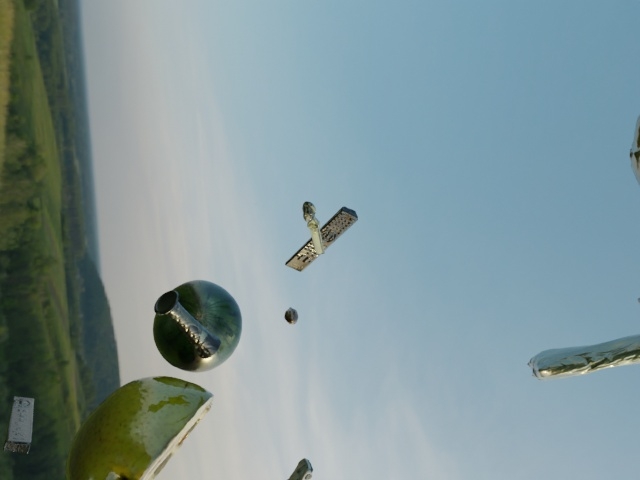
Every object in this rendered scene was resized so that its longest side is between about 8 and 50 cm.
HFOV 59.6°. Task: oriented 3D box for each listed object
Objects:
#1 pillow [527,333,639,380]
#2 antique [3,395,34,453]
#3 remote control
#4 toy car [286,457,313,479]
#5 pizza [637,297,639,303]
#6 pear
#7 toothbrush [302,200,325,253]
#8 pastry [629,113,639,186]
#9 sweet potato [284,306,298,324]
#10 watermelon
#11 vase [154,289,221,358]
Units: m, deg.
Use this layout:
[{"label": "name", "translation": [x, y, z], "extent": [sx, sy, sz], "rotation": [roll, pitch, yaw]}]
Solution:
[{"label": "pillow", "translation": [0.445, 0.178, 0.869], "extent": [0.148, 0.229, 0.050], "rotation": [16, 58, -74]}, {"label": "antique", "translation": [-0.415, 0.250, 0.773], "extent": [0.192, 0.031, 0.015], "rotation": [4, -103, 63]}, {"label": "remote control", "translation": [0.000, 0.000, 1.470], "extent": [0.245, 0.063, 0.025], "rotation": [-43, -138, 29]}, {"label": "toy car", "translation": [-0.050, 0.498, 1.164], "extent": [0.093, 0.025, 0.041], "rotation": [-55, -151, 5]}, {"label": "pizza", "translation": [0.775, 0.070, 1.151], "extent": [0.114, 0.408, 0.278], "rotation": [48, -42, 32]}, {"label": "pear", "translation": [-0.406, 0.419, 1.217], "extent": [0.191, 0.340, 0.386], "rotation": [39, -2, 3]}, {"label": "toothbrush", "translation": [-0.011, -0.019, 1.141], "extent": [0.294, 0.026, 0.028], "rotation": [72, 22, -74]}, {"label": "pastry", "translation": [0.734, -0.148, 0.922], "extent": [0.409, 0.409, 0.245], "rotation": [44, -23, 59]}, {"label": "sweet potato", "translation": [-0.067, 0.175, 1.283], "extent": [0.095, 0.034, 0.034], "rotation": [-107, -164, -81]}, {"label": "watermelon", "translation": [-0.323, 0.226, 1.480], "extent": [0.242, 0.242, 0.243], "rotation": [175, -90, -68]}, {"label": "vase", "translation": [-0.272, 0.175, 1.151], "extent": [0.167, 0.059, 0.059], "rotation": [58, -2, -38]}]
